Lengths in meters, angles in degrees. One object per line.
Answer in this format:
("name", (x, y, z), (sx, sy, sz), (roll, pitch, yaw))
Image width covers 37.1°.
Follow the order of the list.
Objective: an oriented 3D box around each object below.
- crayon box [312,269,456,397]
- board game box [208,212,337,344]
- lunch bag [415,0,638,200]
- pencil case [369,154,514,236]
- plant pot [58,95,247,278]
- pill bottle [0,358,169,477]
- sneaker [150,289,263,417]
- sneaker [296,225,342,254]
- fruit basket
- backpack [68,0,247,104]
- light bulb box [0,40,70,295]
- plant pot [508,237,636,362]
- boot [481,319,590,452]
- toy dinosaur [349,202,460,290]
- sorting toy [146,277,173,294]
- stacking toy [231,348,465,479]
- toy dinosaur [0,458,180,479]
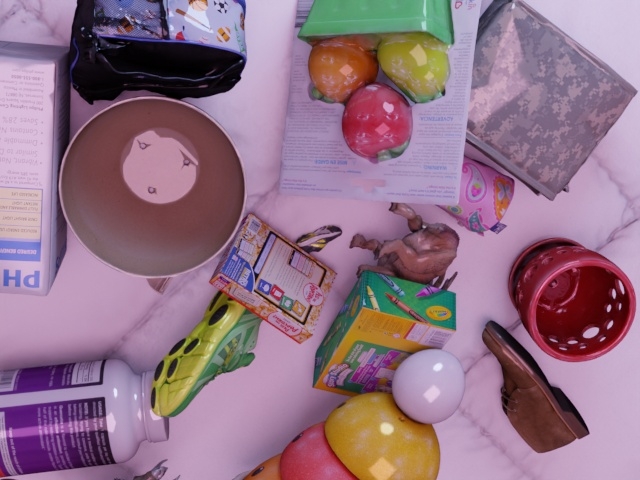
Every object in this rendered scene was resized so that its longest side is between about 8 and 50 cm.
("crayon box", (0.104, 0.175, 1.643), (0.165, 0.081, 0.278), (15, 140, -11))
("board game box", (-0.077, 0.064, 1.635), (0.193, 0.146, 0.045), (36, 139, -14))
("lunch bag", (0.346, -0.232, 1.584), (0.287, 0.169, 0.235), (35, 99, -10))
("pencil case", (0.193, -0.115, 1.626), (0.284, 0.124, 0.124), (29, 101, -15))
("plant pot", (-0.262, -0.101, 1.540), (0.284, 0.191, 0.284), (-2, 105, -6))
("pill bottle", (-0.429, 0.302, 1.642), (0.323, 0.181, 0.181), (-5, 106, -5))
("sneaker", (-0.171, 0.192, 1.623), (0.295, 0.109, 0.123), (-51, 122, -29))
("sneaker", (0.000, 0.000, 1.686), (0.083, 0.031, 0.035), (-17, 121, 3))
("fruit basket", (0.092, -0.236, 1.498), (0.327, 0.165, 0.353), (4, 93, 32))
("backpack", (-0.243, -0.318, 1.459), (0.264, 0.276, 0.213), (8, 83, -16))
("light bulb box", (-0.578, -0.126, 1.480), (0.358, 0.225, 0.361), (4, 106, -8))
("plant pot", (0.432, 0.098, 1.683), (0.191, 0.174, 0.191), (-2, 105, -6))
("boot", (0.373, 0.280, 1.771), (0.115, 0.112, 0.305), (-34, 109, 15))
("toy dinosaur", (0.172, 0.037, 1.626), (0.200, 0.127, 0.295), (23, 141, -15))
("sorting toy", (-0.282, 0.037, 1.658), (0.075, 0.045, 0.083), (33, 100, -7))
("stacking toy", (0.088, 0.375, 1.614), (0.351, 0.350, 0.480), (31, 106, -14))
("toy dinosaur", (-0.407, 0.446, 1.597), (0.314, 0.160, 0.121), (-9, 81, 15))
